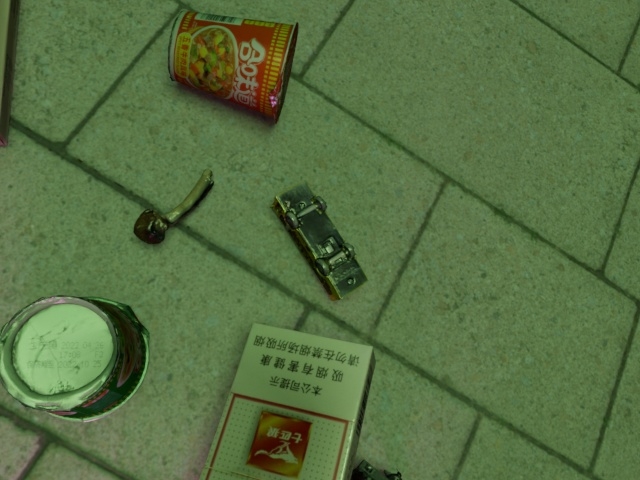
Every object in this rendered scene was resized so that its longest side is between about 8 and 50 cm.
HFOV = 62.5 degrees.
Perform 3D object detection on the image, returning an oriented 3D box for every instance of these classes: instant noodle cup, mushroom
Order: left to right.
[{"bbox_3d":[-0.356,0.162,0.765,0.207,0.233,0.207,4,74,-14],"label":"instant noodle cup"},{"bbox_3d":[-0.258,-0.061,0.952,0.060,0.061,0.187,51,57,-12],"label":"mushroom"},{"bbox_3d":[-0.164,-0.336,0.988,0.212,0.193,0.193,13,73,-4],"label":"instant noodle cup"}]

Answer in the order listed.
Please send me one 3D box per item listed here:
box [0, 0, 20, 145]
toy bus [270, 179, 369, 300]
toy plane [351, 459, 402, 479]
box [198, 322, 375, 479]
[{"bbox_3d":[-0.652,-0.340,0.909,0.214,0.069,0.353,0,77,-15],"label":"box"},{"bbox_3d":[0.000,0.000,0.987,0.081,0.074,0.226,-33,87,-19],"label":"toy bus"},{"bbox_3d":[0.069,0.396,0.870,0.262,0.192,0.088,46,104,15],"label":"toy plane"},{"bbox_3d":[-0.050,0.311,0.817,0.210,0.095,0.330,9,63,15],"label":"box"}]
